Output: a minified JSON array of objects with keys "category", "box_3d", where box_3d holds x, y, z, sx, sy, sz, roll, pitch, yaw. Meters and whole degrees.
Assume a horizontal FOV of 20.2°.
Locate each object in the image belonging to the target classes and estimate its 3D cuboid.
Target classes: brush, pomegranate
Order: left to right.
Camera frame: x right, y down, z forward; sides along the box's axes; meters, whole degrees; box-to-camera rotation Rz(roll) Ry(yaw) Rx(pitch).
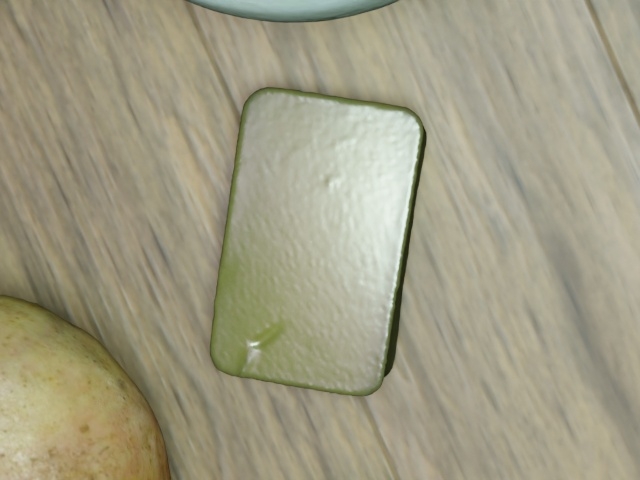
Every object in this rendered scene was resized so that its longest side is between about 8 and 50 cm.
[{"category":"pomegranate","box_3d":[-0.257,0.179,1.166,0.322,0.322,0.322,1,96,9]},{"category":"brush","box_3d":[0.000,0.000,1.214,0.123,0.059,0.197,10,96,11]}]

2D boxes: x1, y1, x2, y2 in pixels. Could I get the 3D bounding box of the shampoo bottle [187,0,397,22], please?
[{"category":"shampoo bottle","box_3d":[-0.015,-0.288,1.064,0.322,0.317,0.322,0,87,7]}]
